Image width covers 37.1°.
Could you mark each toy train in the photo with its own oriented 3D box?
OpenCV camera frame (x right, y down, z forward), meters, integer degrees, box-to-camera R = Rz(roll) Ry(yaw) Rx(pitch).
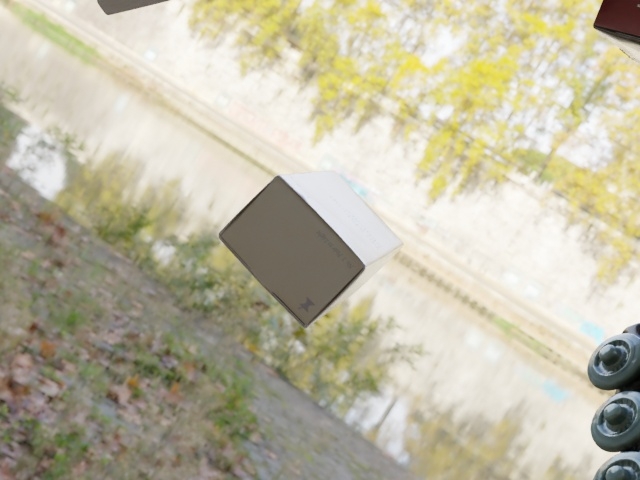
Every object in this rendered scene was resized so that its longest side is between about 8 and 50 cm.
[{"bbox_3d":[0.402,0.203,1.032,0.142,0.190,0.334,44,36,-23],"label":"toy train"}]

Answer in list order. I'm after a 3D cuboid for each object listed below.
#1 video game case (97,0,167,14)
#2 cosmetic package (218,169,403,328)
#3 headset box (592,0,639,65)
[{"bbox_3d":[-0.101,-0.290,0.914,0.201,0.183,0.023,3,-44,46],"label":"video game case"},{"bbox_3d":[0.000,0.000,1.261,0.160,0.113,0.309,46,12,5],"label":"cosmetic package"},{"bbox_3d":[0.336,-0.231,0.734,0.110,0.293,0.218,26,8,36],"label":"headset box"}]
